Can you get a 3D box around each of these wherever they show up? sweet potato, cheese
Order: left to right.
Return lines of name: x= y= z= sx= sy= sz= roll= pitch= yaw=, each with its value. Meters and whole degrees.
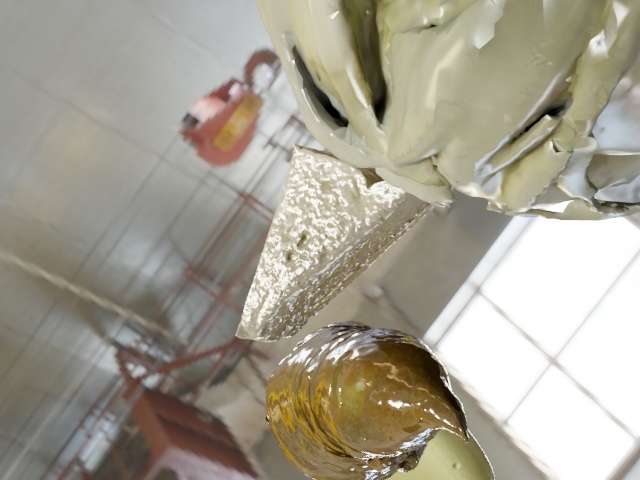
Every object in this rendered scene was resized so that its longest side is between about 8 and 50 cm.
sweet potato: x=0.013 y=0.062 z=0.468 sx=0.067 sy=0.067 sz=0.274 roll=37 pitch=171 yaw=2
cheese: x=0.123 y=0.223 z=1.099 sx=0.255 sy=0.127 sz=0.050 roll=34 pitch=-151 yaw=-8

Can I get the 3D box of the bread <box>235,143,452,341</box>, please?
bread: x=0.015 y=0.013 z=0.888 sx=0.105 sy=0.152 sz=0.077 roll=19 pitch=-173 yaw=24

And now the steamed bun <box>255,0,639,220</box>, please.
steamed bun: x=0.069 y=-0.158 z=0.417 sx=0.207 sy=0.268 sz=0.280 roll=10 pitch=-127 yaw=-64
